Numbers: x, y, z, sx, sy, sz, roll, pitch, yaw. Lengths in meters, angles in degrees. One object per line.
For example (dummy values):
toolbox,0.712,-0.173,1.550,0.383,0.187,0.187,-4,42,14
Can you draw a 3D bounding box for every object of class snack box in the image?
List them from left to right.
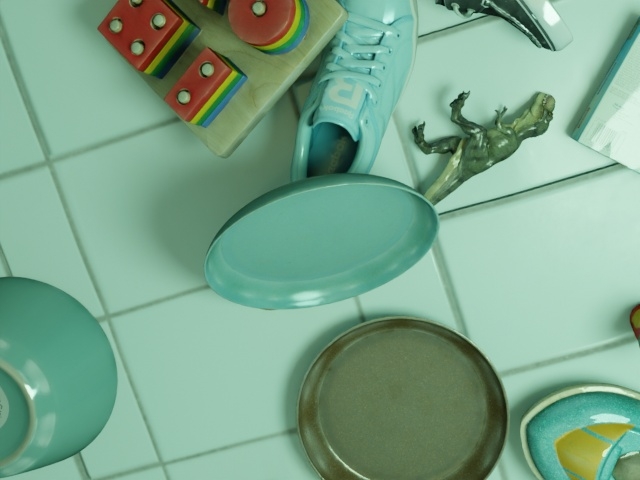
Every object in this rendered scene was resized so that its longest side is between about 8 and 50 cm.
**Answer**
snack box,0.527,-0.145,1.233,0.322,0.060,0.187,27,103,-1

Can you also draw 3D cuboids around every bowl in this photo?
bowl,-0.474,0.223,1.355,0.312,0.163,0.311,1,103,6

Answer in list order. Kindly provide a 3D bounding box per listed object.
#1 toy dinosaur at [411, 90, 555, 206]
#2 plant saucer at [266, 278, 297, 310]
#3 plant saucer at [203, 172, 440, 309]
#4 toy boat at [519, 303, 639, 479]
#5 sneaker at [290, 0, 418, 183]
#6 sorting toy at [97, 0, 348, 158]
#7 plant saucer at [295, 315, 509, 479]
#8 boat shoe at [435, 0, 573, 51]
toy dinosaur,0.196,-0.131,1.269,0.268,0.064,0.118,-39,103,15
plant saucer,-0.075,0.061,1.356,0.084,0.015,0.083,1,102,5
plant saucer,0.000,0.000,1.225,0.318,0.317,0.043,-18,61,9
toy boat,0.426,0.242,1.280,0.268,0.148,0.318,14,103,2
sneaker,0.048,-0.196,1.221,0.135,0.150,0.365,12,103,2
sorting toy,-0.144,-0.289,1.207,0.257,0.089,0.255,46,103,17
plant saucer,0.120,0.254,1.363,0.311,0.050,0.310,1,103,5
boat shoe,0.194,-0.339,1.200,0.301,0.108,0.102,43,102,-2
